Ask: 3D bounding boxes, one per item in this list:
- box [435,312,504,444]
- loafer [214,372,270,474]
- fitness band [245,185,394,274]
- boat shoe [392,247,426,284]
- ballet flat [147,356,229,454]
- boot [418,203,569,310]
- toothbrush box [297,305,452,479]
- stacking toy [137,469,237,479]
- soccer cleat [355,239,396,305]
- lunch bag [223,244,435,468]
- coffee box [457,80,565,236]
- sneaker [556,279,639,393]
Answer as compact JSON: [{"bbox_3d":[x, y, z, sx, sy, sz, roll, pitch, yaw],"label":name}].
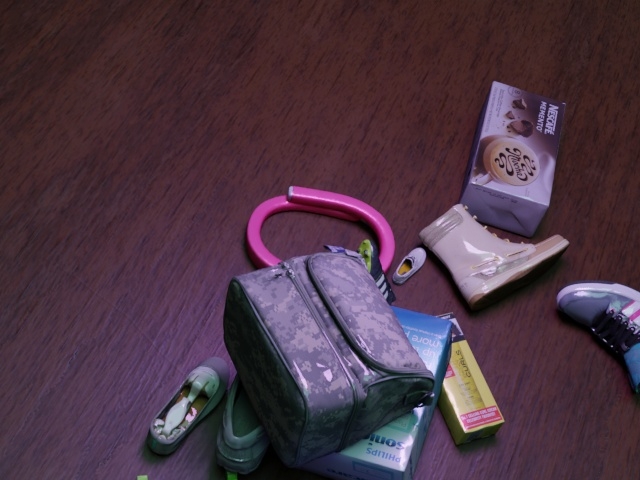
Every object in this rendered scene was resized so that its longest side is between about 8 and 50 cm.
[{"bbox_3d":[0.244,0.249,1.883,0.087,0.058,0.232,-11,59,-18],"label":"box"},{"bbox_3d":[-0.093,0.248,1.769,0.112,0.111,0.319,15,46,4],"label":"loafer"},{"bbox_3d":[0.000,0.000,2.006,0.290,0.054,0.209,10,55,-3],"label":"fitness band"},{"bbox_3d":[0.176,0.044,2.023,0.035,0.035,0.100,39,58,15],"label":"boat shoe"},{"bbox_3d":[-0.218,0.273,1.765,0.072,0.068,0.213,30,55,9],"label":"ballet flat"},{"bbox_3d":[0.345,0.004,2.054,0.262,0.095,0.203,-27,64,-22],"label":"boot"},{"bbox_3d":[0.084,0.261,1.765,0.216,0.126,0.296,14,57,16],"label":"toothbrush box"},{"bbox_3d":[-0.200,0.468,1.646,0.166,0.052,0.221,-3,56,-14],"label":"stacking toy"},{"bbox_3d":[0.103,0.085,1.929,0.072,0.060,0.179,-6,97,-29],"label":"soccer cleat"},{"bbox_3d":[0.012,0.169,1.647,0.256,0.213,0.305,-14,53,-25],"label":"lunch bag"},{"bbox_3d":[0.401,-0.174,2.167,0.168,0.119,0.297,18,55,2],"label":"coffee box"},{"bbox_3d":[0.586,0.195,1.960,0.295,0.124,0.178,18,45,-1],"label":"sneaker"}]
